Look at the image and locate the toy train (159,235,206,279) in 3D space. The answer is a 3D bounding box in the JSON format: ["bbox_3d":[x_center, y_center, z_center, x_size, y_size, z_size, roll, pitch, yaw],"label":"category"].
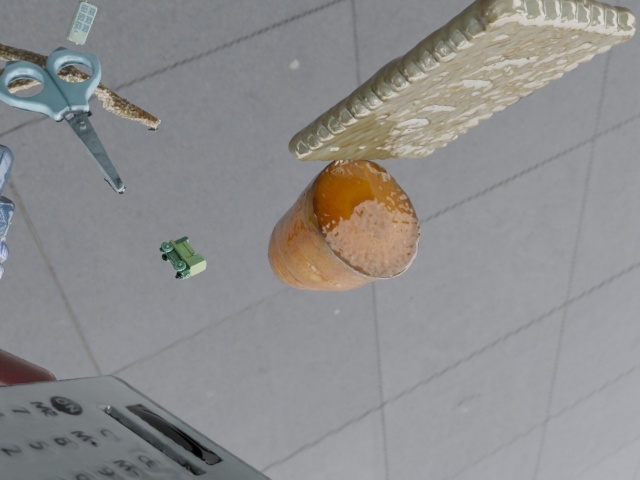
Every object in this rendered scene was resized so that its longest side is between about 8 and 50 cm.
[{"bbox_3d":[-0.331,0.040,2.165,0.081,0.122,0.050,-26,147,-24],"label":"toy train"}]

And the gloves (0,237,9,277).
[{"bbox_3d":[-0.598,0.040,1.538,0.119,0.097,0.229,38,108,-23],"label":"gloves"}]

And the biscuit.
[{"bbox_3d":[0.132,-0.157,0.911,0.217,0.044,0.325,-4,163,-38],"label":"biscuit"}]

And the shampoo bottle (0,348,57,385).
[{"bbox_3d":[-0.309,0.116,0.784,0.260,0.102,0.064,29,92,-21],"label":"shampoo bottle"}]

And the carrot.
[{"bbox_3d":[0.000,0.000,1.148,0.159,0.159,0.225,-4,166,-36],"label":"carrot"}]

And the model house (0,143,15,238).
[{"bbox_3d":[-0.566,0.015,0.947,0.400,0.445,0.395,12,97,-43],"label":"model house"}]

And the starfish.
[{"bbox_3d":[-0.603,-0.338,1.935,0.398,0.383,0.132,-18,129,-55],"label":"starfish"}]

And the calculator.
[{"bbox_3d":[-0.127,0.130,0.536,0.021,0.161,0.261,-62,164,3],"label":"calculator"}]

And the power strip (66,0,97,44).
[{"bbox_3d":[-0.482,-0.439,1.826,0.040,0.016,0.090,14,102,-50],"label":"power strip"}]

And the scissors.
[{"bbox_3d":[-0.414,-0.202,1.539,0.191,0.360,0.029,-23,151,-26],"label":"scissors"}]
